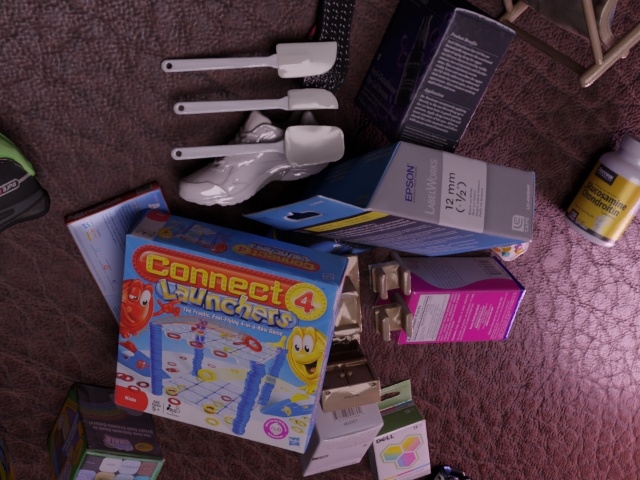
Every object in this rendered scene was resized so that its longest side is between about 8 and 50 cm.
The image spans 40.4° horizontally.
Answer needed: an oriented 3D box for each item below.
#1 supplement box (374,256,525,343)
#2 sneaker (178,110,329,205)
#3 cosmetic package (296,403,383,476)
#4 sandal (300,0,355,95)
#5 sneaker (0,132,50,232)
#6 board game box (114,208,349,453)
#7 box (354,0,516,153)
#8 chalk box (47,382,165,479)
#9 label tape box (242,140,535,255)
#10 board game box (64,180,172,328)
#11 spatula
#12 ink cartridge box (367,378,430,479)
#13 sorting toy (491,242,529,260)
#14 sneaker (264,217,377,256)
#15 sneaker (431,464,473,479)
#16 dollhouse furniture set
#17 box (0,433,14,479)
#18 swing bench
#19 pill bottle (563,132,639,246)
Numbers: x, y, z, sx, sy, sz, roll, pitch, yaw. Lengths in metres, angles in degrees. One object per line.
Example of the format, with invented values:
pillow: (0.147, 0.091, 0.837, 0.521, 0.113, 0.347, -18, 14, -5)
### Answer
supplement box: (0.221, 0.101, 1.503, 0.219, 0.111, 0.114, 2, 120, -22)
sneaker: (-0.104, -0.129, 1.253, 0.232, 0.090, 0.115, -23, 119, -17)
cosmetic package: (0.026, 0.336, 1.526, 0.117, 0.086, 0.231, -12, 152, -14)
sandal: (0.010, -0.282, 1.229, 0.067, 0.040, 0.179, 6, 103, -31)
sneaker: (-0.538, 0.069, 1.129, 0.483, 0.185, 0.202, -45, 122, 10)
board game box: (-0.137, 0.136, 1.275, 0.308, 0.086, 0.302, 13, 119, 5)
box: (0.157, -0.243, 1.237, 0.108, 0.153, 0.207, 13, 113, -28)
chalk box: (-0.337, 0.348, 1.366, 0.132, 0.213, 0.132, 17, 113, -30)
label tape box: (0.096, -0.062, 1.259, 0.347, 0.249, 0.115, 12, 79, -27)
board game box: (-0.266, 0.054, 1.327, 0.145, 0.027, 0.281, -22, 126, -7)
spatula: (-0.091, -0.183, 1.194, 0.241, 0.019, 0.168, -5, 100, -6)
ink cartridge box: (0.145, 0.377, 1.675, 0.108, 0.062, 0.209, -17, 125, -11)
sorting toy: (0.345, 0.007, 1.547, 0.083, 0.045, 0.075, -34, 146, 1)
sneaker: (0.000, 0.000, 1.389, 0.209, 0.069, 0.082, -4, 158, -31)
sneaker: (0.219, 0.524, 1.796, 0.216, 0.079, 0.121, -6, 119, -29)
dollhouse furniture set: (0.025, 0.128, 1.418, 0.212, 0.161, 0.242, -9, 115, -10)
box: (-0.558, 0.348, 1.228, 0.176, 0.290, 0.279, -17, 126, -12)
swing bench: (0.383, -0.374, 1.185, 0.254, 0.253, 0.165, -29, 127, -3)
pill bottle: (0.512, -0.088, 1.508, 0.103, 0.103, 0.184, 16, 113, -29)
